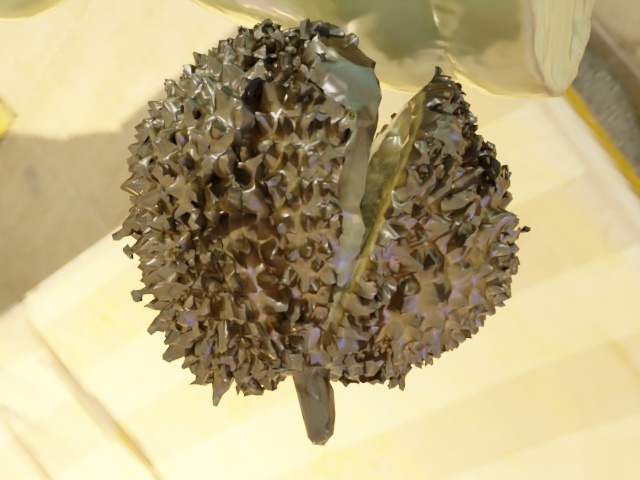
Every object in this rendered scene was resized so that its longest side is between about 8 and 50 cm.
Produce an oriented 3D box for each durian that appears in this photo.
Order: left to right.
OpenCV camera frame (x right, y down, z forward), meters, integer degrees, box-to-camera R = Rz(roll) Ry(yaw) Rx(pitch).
[{"bbox_3d":[0.000,0.000,0.720,0.196,0.196,0.167,43,153,9],"label":"durian"}]

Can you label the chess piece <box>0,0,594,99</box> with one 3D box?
[{"bbox_3d":[-0.079,-0.194,0.849,0.442,0.234,0.234,4,124,19],"label":"chess piece"}]
